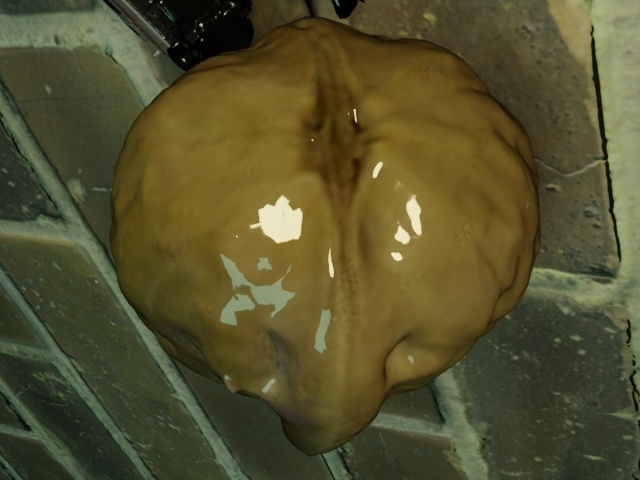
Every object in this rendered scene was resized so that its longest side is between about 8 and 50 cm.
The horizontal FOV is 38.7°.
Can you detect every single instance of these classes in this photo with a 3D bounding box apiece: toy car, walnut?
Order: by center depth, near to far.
[{"bbox_3d":[0.009,-0.005,0.787,0.383,0.383,0.383,18,142,15],"label":"walnut"},{"bbox_3d":[-0.157,-0.232,0.816,0.209,0.089,0.108,43,165,-27],"label":"toy car"}]

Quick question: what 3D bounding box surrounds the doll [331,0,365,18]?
[{"bbox_3d":[-0.016,-0.289,0.679,0.127,0.088,0.249,11,135,55],"label":"doll"}]
